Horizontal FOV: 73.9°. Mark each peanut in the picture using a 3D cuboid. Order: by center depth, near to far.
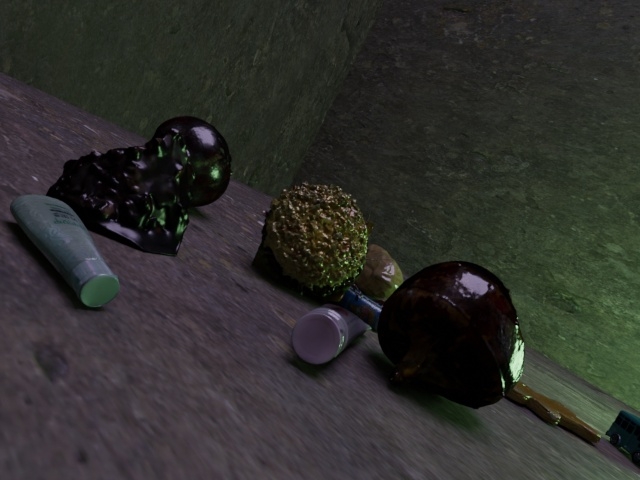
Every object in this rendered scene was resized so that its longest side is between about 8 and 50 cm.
[{"bbox_3d":[0.170,0.097,1.304,0.153,0.140,0.325,44,4,-11],"label":"peanut"}]

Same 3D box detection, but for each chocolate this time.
[{"bbox_3d":[-0.291,-0.110,0.684,0.206,0.177,0.224,26,4,-21],"label":"chocolate"}]

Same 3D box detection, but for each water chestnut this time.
[{"bbox_3d":[0.189,0.151,0.653,0.223,0.238,0.224,31,-35,25],"label":"water chestnut"}]

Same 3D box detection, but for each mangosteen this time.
[{"bbox_3d":[-0.359,-0.191,1.056,0.231,0.232,0.289,31,32,33],"label":"mangosteen"}]

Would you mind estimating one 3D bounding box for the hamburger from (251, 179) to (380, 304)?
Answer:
[{"bbox_3d":[0.000,0.000,0.859,0.261,0.243,0.138,25,-18,-8],"label":"hamburger"}]

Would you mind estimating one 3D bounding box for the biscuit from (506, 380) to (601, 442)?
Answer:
[{"bbox_3d":[0.477,0.357,0.932,0.234,0.030,0.153,27,4,-10],"label":"biscuit"}]

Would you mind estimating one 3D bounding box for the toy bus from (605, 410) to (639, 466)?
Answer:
[{"bbox_3d":[0.728,0.455,0.941,0.079,0.092,0.160,27,5,2],"label":"toy bus"}]

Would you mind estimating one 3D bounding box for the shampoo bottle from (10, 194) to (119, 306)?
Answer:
[{"bbox_3d":[-0.261,0.006,0.439,0.190,0.041,0.069,33,2,38],"label":"shampoo bottle"}]

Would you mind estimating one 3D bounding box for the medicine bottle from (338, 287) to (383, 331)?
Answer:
[{"bbox_3d":[0.060,0.124,0.913,0.191,0.051,0.051,31,6,29],"label":"medicine bottle"}]

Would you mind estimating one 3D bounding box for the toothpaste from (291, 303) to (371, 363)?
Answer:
[{"bbox_3d":[0.023,0.128,0.649,0.100,0.066,0.323,24,0,12],"label":"toothpaste"}]

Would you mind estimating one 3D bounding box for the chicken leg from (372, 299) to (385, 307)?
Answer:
[{"bbox_3d":[0.182,0.184,0.981,0.219,0.048,0.089,26,9,-26],"label":"chicken leg"}]
